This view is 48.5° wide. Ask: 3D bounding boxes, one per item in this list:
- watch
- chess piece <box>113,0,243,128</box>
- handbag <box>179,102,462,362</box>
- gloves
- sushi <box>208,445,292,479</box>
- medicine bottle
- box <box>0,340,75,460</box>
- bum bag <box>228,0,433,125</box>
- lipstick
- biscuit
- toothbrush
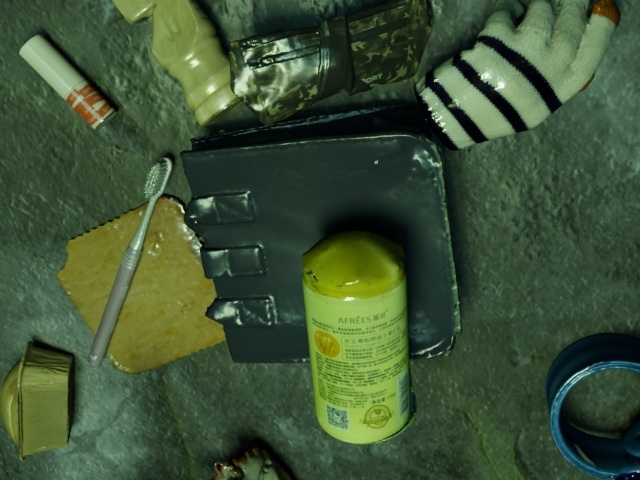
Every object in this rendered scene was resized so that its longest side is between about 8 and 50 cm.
[{"bbox_3d":[0.398,0.220,0.914,0.200,0.171,0.196,42,100,3],"label":"watch"},{"bbox_3d":[-0.163,-0.240,0.845,0.090,0.090,0.200,-32,97,19],"label":"chess piece"},{"bbox_3d":[0.000,0.000,0.891,0.329,0.122,0.304,-6,115,11],"label":"handbag"},{"bbox_3d":[0.222,-0.190,0.777,0.218,0.131,0.140,-27,108,25],"label":"gloves"},{"bbox_3d":[-0.058,0.437,1.077,0.124,0.130,0.332,-39,103,21],"label":"sushi"},{"bbox_3d":[0.043,0.104,0.805,0.124,0.124,0.239,-2,115,9],"label":"medicine bottle"},{"bbox_3d":[-0.427,0.242,1.068,0.111,0.111,0.177,10,113,4],"label":"box"},{"bbox_3d":[0.016,-0.208,0.815,0.247,0.069,0.102,-18,107,-2],"label":"bum bag"},{"bbox_3d":[-0.319,-0.200,0.901,0.038,0.038,0.131,-39,101,21],"label":"lipstick"},{"bbox_3d":[-0.249,0.073,1.018,0.236,0.013,0.232,-22,108,16],"label":"biscuit"},{"bbox_3d":[-0.271,0.041,0.984,0.024,0.029,0.354,31,115,11],"label":"toothbrush"}]
